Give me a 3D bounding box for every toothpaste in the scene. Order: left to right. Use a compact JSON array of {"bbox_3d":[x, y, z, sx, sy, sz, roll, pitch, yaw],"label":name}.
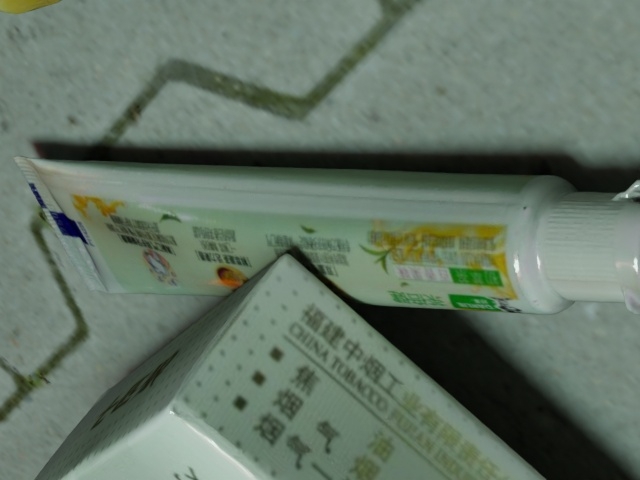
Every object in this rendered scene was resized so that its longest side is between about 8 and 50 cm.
[{"bbox_3d":[0.000,0.000,0.790,0.314,0.056,0.058,3,88,39],"label":"toothpaste"}]

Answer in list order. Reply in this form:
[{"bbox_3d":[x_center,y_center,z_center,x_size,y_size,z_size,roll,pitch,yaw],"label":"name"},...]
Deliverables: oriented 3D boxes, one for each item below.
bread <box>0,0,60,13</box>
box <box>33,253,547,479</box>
[{"bbox_3d":[-0.019,-0.211,0.460,0.111,0.246,0.239,43,154,33],"label":"bread"},{"bbox_3d":[0.043,0.173,0.847,0.330,0.095,0.210,42,148,-6],"label":"box"}]
